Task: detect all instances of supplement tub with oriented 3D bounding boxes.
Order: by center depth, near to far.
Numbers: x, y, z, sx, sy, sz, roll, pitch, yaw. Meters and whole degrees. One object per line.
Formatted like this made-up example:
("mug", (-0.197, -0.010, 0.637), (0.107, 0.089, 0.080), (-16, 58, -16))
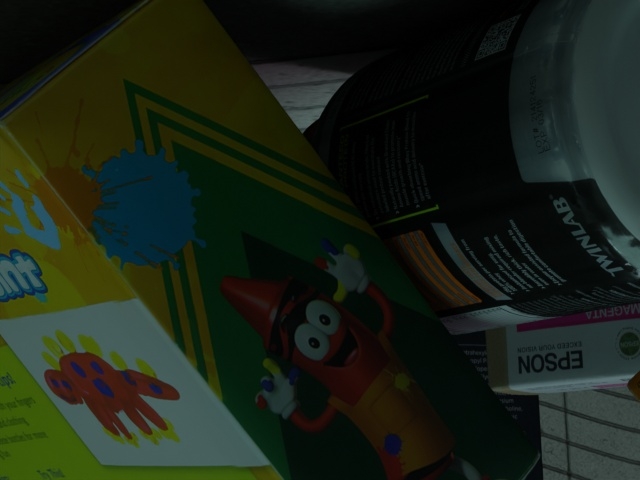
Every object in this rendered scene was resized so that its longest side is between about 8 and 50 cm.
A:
("supplement tub", (0.120, -0.045, 0.995), (0.193, 0.193, 0.316), (4, 169, -34))

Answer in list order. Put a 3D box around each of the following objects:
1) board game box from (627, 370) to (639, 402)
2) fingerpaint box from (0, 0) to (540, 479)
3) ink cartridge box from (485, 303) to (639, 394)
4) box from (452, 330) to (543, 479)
("board game box", (0.525, 0.136, 1.256), (0.356, 0.356, 0.356), (-45, 157, 13))
("fingerpaint box", (-0.129, 0.067, 1.087), (0.163, 0.371, 0.445), (-45, -165, -31))
("ink cartridge box", (0.271, 0.043, 1.544), (0.235, 0.193, 0.088), (-11, 167, 40))
("box", (0.087, 0.204, 1.848), (0.212, 0.395, 0.293), (2, 170, -26))
